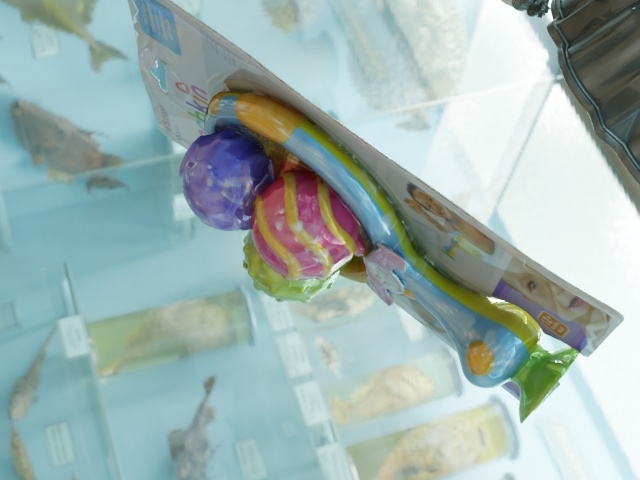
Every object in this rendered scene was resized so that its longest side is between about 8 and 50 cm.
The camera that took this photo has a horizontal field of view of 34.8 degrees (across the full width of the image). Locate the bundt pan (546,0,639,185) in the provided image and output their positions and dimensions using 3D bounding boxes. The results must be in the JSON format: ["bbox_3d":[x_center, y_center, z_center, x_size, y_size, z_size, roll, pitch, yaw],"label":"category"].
[{"bbox_3d":[0.379,-0.153,0.981,0.124,0.331,0.331,-41,-121,38],"label":"bundt pan"}]

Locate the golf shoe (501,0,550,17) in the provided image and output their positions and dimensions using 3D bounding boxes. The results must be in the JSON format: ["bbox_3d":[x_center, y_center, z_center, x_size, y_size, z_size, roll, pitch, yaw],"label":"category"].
[{"bbox_3d":[0.314,-0.398,1.411,0.094,0.198,0.077,27,-23,38],"label":"golf shoe"}]

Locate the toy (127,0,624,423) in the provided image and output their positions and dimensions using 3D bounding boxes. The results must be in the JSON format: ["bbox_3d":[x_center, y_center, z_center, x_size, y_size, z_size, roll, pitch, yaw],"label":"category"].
[{"bbox_3d":[0.000,0.000,0.439,0.237,0.056,0.137,33,-20,11],"label":"toy"}]
